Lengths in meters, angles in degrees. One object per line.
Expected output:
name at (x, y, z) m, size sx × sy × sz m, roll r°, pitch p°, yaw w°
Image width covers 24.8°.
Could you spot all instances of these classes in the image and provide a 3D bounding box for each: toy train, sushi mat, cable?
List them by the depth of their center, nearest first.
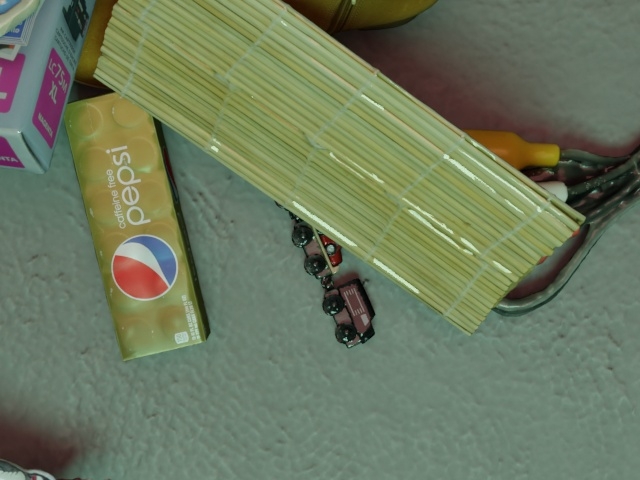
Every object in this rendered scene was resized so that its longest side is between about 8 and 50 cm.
sushi mat at (0.004, -0.064, 0.923) m, size 0.316 × 0.151 × 0.019 m, roll 35°, pitch 52°, yaw -4°
cable at (0.200, -0.035, 1.009) m, size 0.287 × 0.072 × 0.139 m, roll -15°, pitch 89°, yaw 0°
toy train at (0.000, 0.000, 1.032) m, size 0.036 × 0.027 × 0.158 m, roll -24°, pitch 86°, yaw -5°

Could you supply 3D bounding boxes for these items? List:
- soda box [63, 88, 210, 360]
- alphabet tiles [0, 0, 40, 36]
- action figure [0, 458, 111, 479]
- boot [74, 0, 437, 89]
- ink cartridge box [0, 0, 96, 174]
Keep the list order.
soda box at (-0.127, -0.013, 1.008) m, size 0.061 × 0.058 × 0.181 m, roll -13°, pitch 92°, yaw 0°
alphabet tiles at (-0.276, -0.229, 0.946) m, size 0.284 × 0.021 × 0.278 m, roll -39°, pitch 67°, yaw -10°
action figure at (-0.272, 0.264, 0.887) m, size 0.370 × 0.248 × 0.275 m, roll -32°, pitch 71°, yaw -21°
boot at (-0.056, -0.175, 0.955) m, size 0.295 × 0.211 × 0.104 m, roll -8°, pitch 85°, yaw 0°
ink cartridge box at (-0.237, -0.200, 0.973) m, size 0.186 × 0.065 × 0.311 m, roll 6°, pitch 64°, yaw 12°
